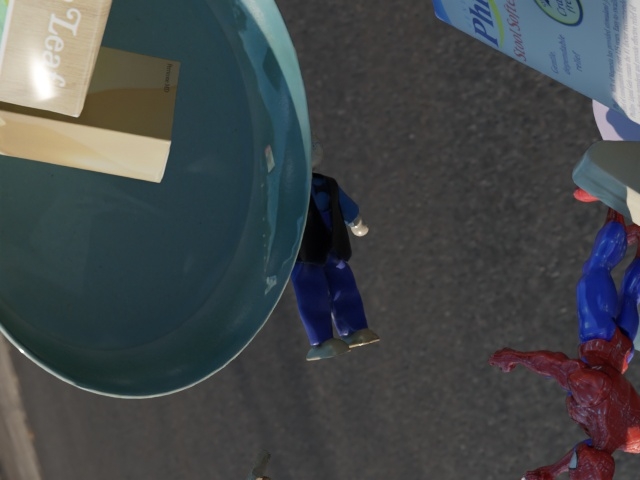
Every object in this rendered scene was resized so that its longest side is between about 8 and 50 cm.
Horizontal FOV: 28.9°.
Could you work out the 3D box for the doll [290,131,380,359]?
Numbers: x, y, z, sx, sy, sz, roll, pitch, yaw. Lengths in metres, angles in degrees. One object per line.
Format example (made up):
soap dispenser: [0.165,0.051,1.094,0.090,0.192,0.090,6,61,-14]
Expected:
doll: [0.000,0.000,1.045,0.046,0.129,0.189,-13,91,44]

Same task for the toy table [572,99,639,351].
toy table: [0.328,-0.034,0.992,0.274,0.161,0.252,25,136,10]

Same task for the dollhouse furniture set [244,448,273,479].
dollhouse furniture set: [-0.002,0.233,0.912,0.123,0.151,0.144,-63,0,9]

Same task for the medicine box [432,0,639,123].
medicine box: [0.256,-0.237,0.888,0.289,0.263,0.149,35,163,32]

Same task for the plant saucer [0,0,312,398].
plant saucer: [-0.119,-0.062,0.772,0.044,0.317,0.317,-2,108,39]

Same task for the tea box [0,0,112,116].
tea box: [-0.226,-0.254,0.504,0.329,0.324,0.220,-100,27,-48]

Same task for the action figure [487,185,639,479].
action figure: [0.188,0.083,0.947,0.139,0.280,0.091,-28,119,34]

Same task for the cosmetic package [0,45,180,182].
cosmetic package: [-0.136,-0.074,0.670,0.041,0.115,0.060,116,159,-55]
